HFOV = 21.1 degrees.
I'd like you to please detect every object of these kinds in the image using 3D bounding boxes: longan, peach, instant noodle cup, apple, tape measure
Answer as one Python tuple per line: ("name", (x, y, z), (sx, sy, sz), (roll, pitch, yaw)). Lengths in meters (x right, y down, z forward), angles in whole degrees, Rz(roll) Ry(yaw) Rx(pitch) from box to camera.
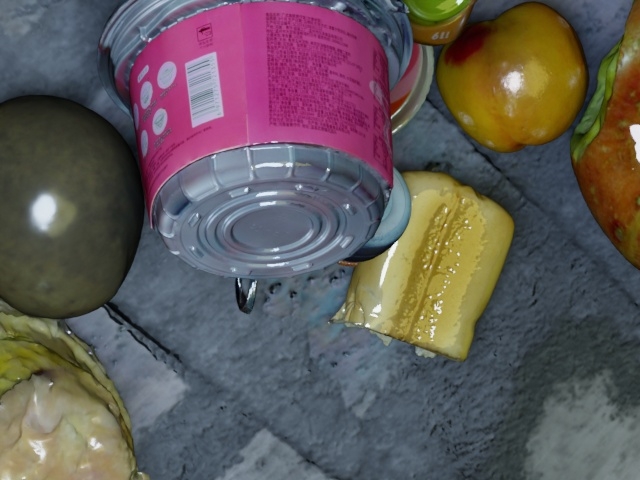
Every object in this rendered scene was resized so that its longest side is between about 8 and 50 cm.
("longan", (-0.224, -0.028, 1.426), (0.167, 0.167, 0.187), (-8, 96, -18))
("peach", (0.175, -0.146, 1.565), (0.138, 0.138, 0.138), (-4, 101, -19))
("instant noodle cup", (-0.046, -0.083, 1.367), (0.258, 0.302, 0.181), (1, 59, -11))
("apple", (0.403, -0.098, 1.557), (0.340, 0.339, 0.339), (-4, 101, -19))
("tape measure", (0.000, -0.003, 1.548), (0.107, 0.104, 0.180), (26, 135, -13))

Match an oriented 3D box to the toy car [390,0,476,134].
("toy car", (0.018, -0.184, 1.516), (0.235, 0.145, 0.235), (-8, 119, -15))

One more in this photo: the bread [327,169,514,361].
("bread", (0.097, 0.023, 1.595), (0.134, 0.085, 0.173), (21, 93, -14))

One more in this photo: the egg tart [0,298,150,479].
("egg tart", (-0.257, 0.206, 1.405), (0.352, 0.150, 0.351), (10, 76, -45))
